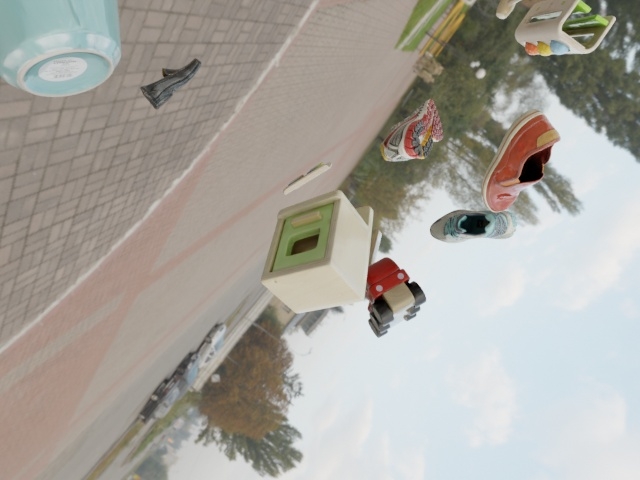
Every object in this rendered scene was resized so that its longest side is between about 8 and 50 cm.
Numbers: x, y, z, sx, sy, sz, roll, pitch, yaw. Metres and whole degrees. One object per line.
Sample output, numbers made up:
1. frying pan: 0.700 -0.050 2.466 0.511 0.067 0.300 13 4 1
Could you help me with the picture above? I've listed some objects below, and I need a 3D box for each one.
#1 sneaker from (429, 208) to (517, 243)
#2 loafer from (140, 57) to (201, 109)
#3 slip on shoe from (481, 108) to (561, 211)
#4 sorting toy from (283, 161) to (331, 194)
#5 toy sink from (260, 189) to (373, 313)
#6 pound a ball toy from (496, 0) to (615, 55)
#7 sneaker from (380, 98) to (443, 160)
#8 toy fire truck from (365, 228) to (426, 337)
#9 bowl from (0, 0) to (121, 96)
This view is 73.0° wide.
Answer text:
1. sneaker: 0.436 -0.051 1.318 0.283 0.122 0.110 -8 -98 54
2. loafer: -0.362 -0.398 1.058 0.170 0.061 0.062 -52 -155 -21
3. slip on shoe: 0.479 -0.163 1.049 0.123 0.101 0.331 -26 151 -11
4. sorting toy: -0.049 -0.246 1.653 0.193 0.038 0.208 -30 -173 11
5. toy sink: 0.000 0.000 0.835 0.153 0.131 0.234 -15 -136 30
6. pound a ball toy: 0.639 -0.622 1.249 0.135 0.208 0.319 -59 -168 19
7. sneaker: 0.190 -0.229 0.897 0.093 0.088 0.225 -7 -156 36
8. toy fire truck: 0.153 0.088 1.091 0.159 0.246 0.217 -28 158 -9
9. bowl: -0.531 -0.401 0.859 0.312 0.163 0.311 -24 -177 1
